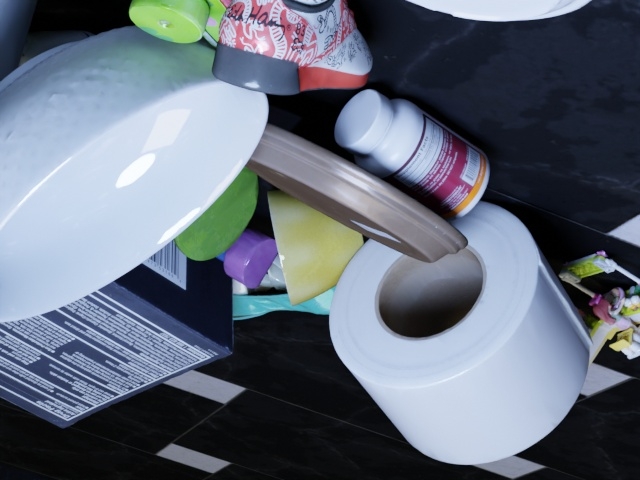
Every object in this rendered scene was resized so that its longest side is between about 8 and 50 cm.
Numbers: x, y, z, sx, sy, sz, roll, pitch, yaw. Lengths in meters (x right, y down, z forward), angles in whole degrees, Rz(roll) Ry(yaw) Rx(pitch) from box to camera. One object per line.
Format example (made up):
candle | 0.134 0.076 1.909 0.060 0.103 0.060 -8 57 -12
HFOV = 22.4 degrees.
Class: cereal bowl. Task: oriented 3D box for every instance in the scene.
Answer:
cereal bowl | -0.220 -0.082 1.497 0.141 0.339 0.339 53 163 15

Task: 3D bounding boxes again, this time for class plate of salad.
plate of salad | 0.127 -0.227 1.305 0.200 0.048 0.200 10 167 2

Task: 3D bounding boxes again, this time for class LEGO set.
LEGO set | 0.299 0.102 1.860 0.107 0.132 0.287 31 131 -22

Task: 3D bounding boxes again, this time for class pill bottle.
pill bottle | 0.089 -0.087 1.605 0.152 0.086 0.086 31 152 -33

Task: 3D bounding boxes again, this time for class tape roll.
tape roll | 0.152 0.099 1.768 0.246 0.246 0.169 -1 144 33

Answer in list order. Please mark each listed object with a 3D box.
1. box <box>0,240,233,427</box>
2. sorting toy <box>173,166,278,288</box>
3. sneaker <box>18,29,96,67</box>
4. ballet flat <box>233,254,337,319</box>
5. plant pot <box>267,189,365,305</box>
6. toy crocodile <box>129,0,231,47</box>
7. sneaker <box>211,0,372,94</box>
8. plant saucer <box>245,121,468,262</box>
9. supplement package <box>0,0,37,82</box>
box | -0.311 0.058 1.973 0.294 0.182 0.296 -26 138 28
sorting toy | -0.164 -0.070 1.811 0.126 0.127 0.365 29 165 32
sneaker | -0.326 -0.176 1.636 0.258 0.094 0.091 -3 156 38
ballet flat | -0.059 0.048 2.045 0.247 0.083 0.087 -2 128 35
plant pot | 0.000 0.000 1.833 0.095 0.134 0.134 -11 155 1
toy crocodile | -0.120 -0.254 1.292 0.105 0.115 0.340 8 157 27
sneaker | -0.002 -0.207 1.372 0.090 0.145 0.270 19 -165 16
plant saucer | 0.022 -0.048 1.662 0.278 0.041 0.278 28 176 2
supplement package | -0.393 -0.209 1.476 0.203 0.149 0.194 14 172 5
